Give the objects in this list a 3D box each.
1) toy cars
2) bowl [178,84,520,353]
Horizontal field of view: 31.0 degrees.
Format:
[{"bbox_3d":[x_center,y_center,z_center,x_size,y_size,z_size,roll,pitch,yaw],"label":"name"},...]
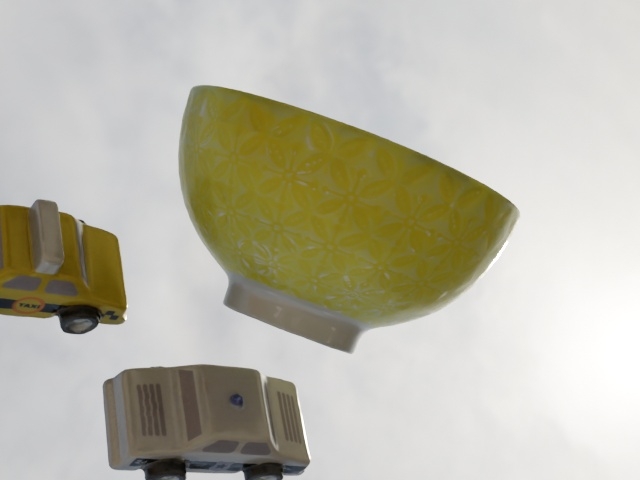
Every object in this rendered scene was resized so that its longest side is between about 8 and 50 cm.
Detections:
[{"bbox_3d":[-0.161,0.080,0.971,0.393,0.087,0.176,40,-136,-4],"label":"toy cars"},{"bbox_3d":[0.000,0.000,0.940,0.289,0.156,0.289,22,177,1],"label":"bowl"}]
